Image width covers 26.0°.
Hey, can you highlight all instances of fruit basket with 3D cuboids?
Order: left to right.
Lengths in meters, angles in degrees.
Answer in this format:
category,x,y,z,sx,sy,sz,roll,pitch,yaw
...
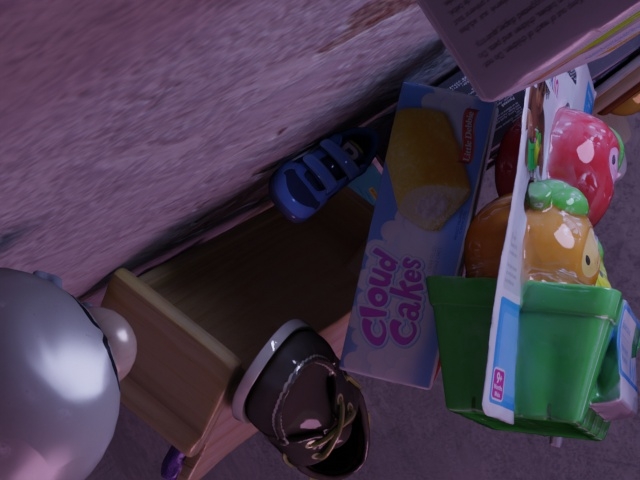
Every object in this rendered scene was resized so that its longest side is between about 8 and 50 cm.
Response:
category,x,y,z,sx,sy,sz,roll,pitch,yaw
fruit basket,0.208,-0.007,1.183,0.165,0.353,0.327,10,170,20

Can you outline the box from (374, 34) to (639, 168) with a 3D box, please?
category,x,y,z,sx,sy,sz,roll,pitch,yaw
box,0.251,-0.186,1.495,0.395,0.097,0.318,-34,174,10

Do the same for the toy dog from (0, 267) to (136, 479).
category,x,y,z,sx,sy,sz,roll,pitch,yaw
toy dog,-0.161,0.095,0.524,0.334,0.220,0.161,-3,-165,37

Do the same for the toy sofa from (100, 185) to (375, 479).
category,x,y,z,sx,sy,sz,roll,pitch,yaw
toy sofa,-0.069,0.078,1.382,0.362,0.150,0.177,-31,153,-51

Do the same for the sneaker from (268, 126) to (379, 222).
category,x,y,z,sx,sy,sz,roll,pitch,yaw
sneaker,0.004,-0.065,1.244,0.059,0.053,0.144,-34,-174,39

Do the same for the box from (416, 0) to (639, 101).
category,x,y,z,sx,sy,sz,roll,pitch,yaw
box,0.101,-0.130,0.490,0.114,0.103,0.203,-33,178,23

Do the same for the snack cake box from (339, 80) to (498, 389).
category,x,y,z,sx,sy,sz,roll,pitch,yaw
snack cake box,0.095,-0.007,1.283,0.152,0.089,0.264,-20,122,-82

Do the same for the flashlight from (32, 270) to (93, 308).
category,x,y,z,sx,sy,sz,roll,pitch,yaw
flashlight,-0.159,0.146,0.680,0.103,0.103,0.304,-29,-142,26

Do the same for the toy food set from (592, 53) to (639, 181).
category,x,y,z,sx,sy,sz,roll,pitch,yaw
toy food set,0.369,-0.157,1.437,0.220,0.092,0.306,-30,175,-44

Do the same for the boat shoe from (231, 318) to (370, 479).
category,x,y,z,sx,sy,sz,roll,pitch,yaw
boat shoe,-0.008,0.157,1.284,0.109,0.091,0.305,-50,163,-11

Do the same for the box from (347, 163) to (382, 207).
category,x,y,z,sx,sy,sz,roll,pitch,yaw
box,0.000,0.000,1.939,0.244,0.100,0.060,-33,176,3
